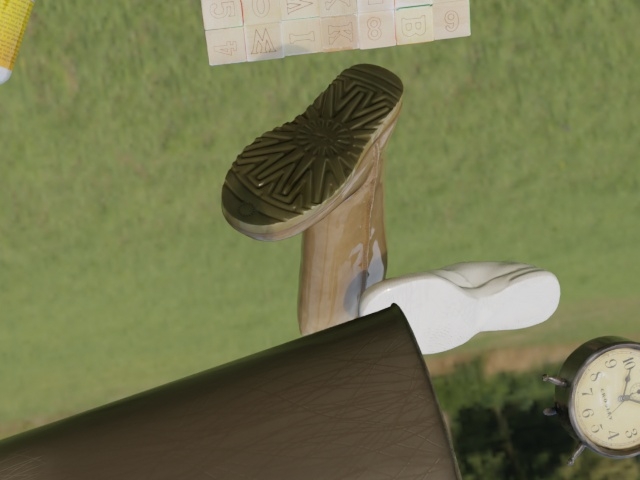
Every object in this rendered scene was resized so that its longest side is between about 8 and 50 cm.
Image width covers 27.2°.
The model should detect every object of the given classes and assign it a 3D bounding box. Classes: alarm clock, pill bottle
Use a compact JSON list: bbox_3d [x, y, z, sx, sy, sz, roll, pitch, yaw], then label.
[{"bbox_3d":[0.342,0.165,1.466,0.192,0.129,0.064,-18,-170,-8],"label":"alarm clock"},{"bbox_3d":[-0.422,-0.261,1.619,0.118,0.208,0.117,19,-178,-1],"label":"pill bottle"}]

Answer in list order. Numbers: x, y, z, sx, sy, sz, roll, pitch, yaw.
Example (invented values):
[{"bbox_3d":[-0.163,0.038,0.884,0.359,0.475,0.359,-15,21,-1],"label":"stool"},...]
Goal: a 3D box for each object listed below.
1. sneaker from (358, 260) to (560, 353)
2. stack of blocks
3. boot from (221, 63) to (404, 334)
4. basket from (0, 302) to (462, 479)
[{"bbox_3d":[0.123,0.054,1.295,0.212,0.080,0.094,-4,-158,-25],"label":"sneaker"},{"bbox_3d":[0.011,-0.287,1.524,0.297,0.087,0.171,-7,-151,-3],"label":"stack of blocks"},{"bbox_3d":[0.000,0.000,1.226,0.236,0.089,0.269,-42,152,-33],"label":"boot"},{"bbox_3d":[-0.048,0.141,0.695,0.227,0.154,0.204,-12,-145,-3],"label":"basket"}]
